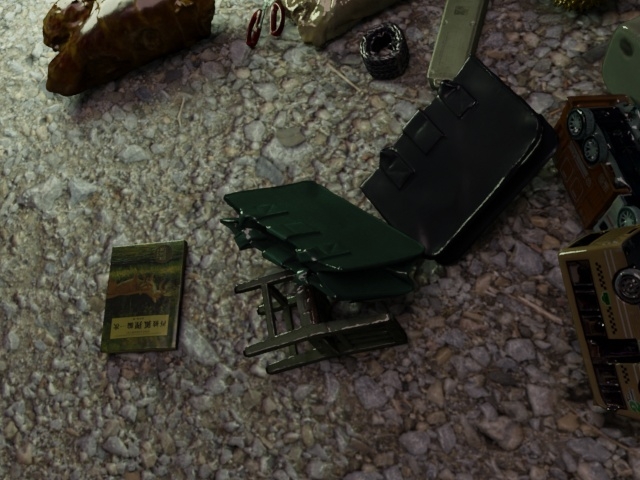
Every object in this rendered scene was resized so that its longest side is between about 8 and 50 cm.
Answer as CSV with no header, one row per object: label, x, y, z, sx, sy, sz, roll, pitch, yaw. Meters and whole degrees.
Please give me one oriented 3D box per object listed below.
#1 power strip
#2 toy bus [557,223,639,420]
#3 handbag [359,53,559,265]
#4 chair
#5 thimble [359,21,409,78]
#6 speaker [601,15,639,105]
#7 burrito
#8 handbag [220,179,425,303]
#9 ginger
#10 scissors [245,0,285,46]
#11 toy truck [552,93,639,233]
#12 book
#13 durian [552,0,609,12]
power strip,0.275,-0.407,1.938,0.078,0.052,0.272,8,69,22
toy bus,0.470,0.127,1.492,0.157,0.139,0.289,-9,102,46
handbag,0.237,-0.147,1.748,0.325,0.118,0.269,-48,59,17
chair,0.000,0.127,1.724,0.270,0.136,0.147,-16,63,13
thimble,0.129,-0.382,1.968,0.095,0.066,0.104,-18,58,9
speaker,0.669,-0.220,1.618,0.184,0.183,0.406,-28,65,-12
burrito,0.076,-0.538,2.040,0.348,0.107,0.175,-27,77,7
handbag,0.001,0.001,1.710,0.326,0.238,0.089,34,119,40
ginger,-0.431,-0.490,2.149,0.418,0.176,0.254,-20,66,15
scissors,-0.107,-0.542,2.080,0.144,0.017,0.247,-6,75,55
toy truck,0.497,-0.090,1.644,0.136,0.162,0.305,-6,59,-20
book,-0.345,0.110,1.916,0.160,0.024,0.228,-5,63,14
durian,0.496,-0.507,1.871,0.193,0.138,0.237,-35,17,-8
